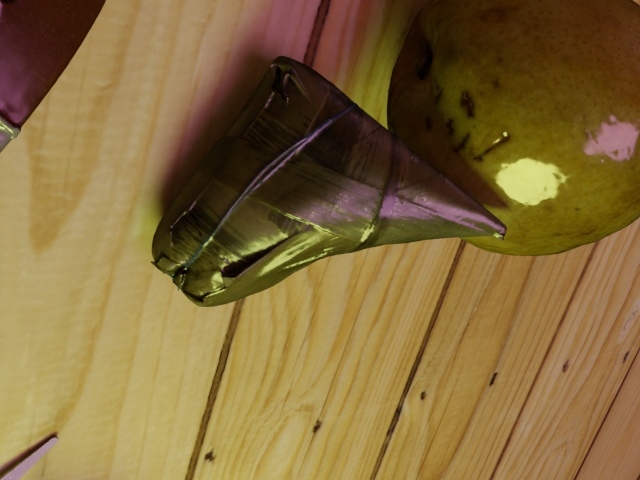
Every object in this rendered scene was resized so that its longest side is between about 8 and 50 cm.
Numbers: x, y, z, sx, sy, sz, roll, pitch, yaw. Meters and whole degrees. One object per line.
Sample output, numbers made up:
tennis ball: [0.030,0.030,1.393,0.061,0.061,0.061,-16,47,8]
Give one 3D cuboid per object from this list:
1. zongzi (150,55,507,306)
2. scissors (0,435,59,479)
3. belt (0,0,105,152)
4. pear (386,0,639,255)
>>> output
zongzi: [0.000,0.000,0.808,0.251,0.274,0.125,-53,180,8]
scissors: [-0.340,0.263,0.846,0.189,0.015,0.100,-43,120,-23]
belt: [-0.266,-0.113,0.511,0.339,0.217,0.122,-50,138,0]
pear: [0.215,-0.141,0.878,0.303,0.304,0.304,-23,131,-30]
